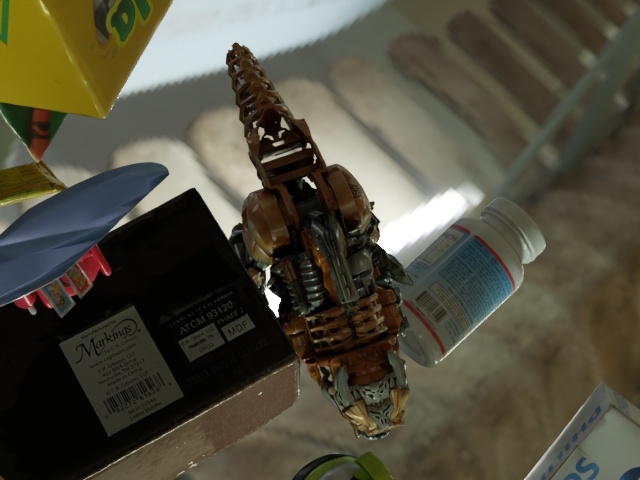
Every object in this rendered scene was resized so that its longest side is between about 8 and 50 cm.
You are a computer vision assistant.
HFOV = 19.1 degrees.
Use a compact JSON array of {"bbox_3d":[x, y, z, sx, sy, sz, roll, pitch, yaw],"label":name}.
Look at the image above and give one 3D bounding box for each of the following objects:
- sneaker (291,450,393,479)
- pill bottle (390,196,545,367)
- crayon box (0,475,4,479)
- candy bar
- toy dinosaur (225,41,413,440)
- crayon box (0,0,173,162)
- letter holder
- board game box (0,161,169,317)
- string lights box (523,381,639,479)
[{"bbox_3d":[0.041,0.233,1.097,0.084,0.097,0.235,-28,-72,-33],"label":"sneaker"},{"bbox_3d":[0.130,0.036,1.753,0.087,0.160,0.087,44,165,15],"label":"pill bottle"},{"bbox_3d":[-0.210,0.268,1.175,0.081,0.165,0.278,5,138,49],"label":"crayon box"},{"bbox_3d":[-0.278,-0.040,1.579,0.161,0.018,0.040,-20,-118,-46],"label":"candy bar"},{"bbox_3d":[0.000,0.000,1.480,0.218,0.164,0.322,98,173,-73],"label":"toy dinosaur"},{"bbox_3d":[-0.135,-0.208,0.962,0.081,0.202,0.318,10,148,26],"label":"crayon box"},{"bbox_3d":[-0.180,0.130,1.389,0.152,0.302,0.214,58,168,19],"label":"letter holder"},{"bbox_3d":[-0.161,0.011,1.168,0.169,0.133,0.033,-47,-64,-42],"label":"board game box"},{"bbox_3d":[0.256,0.230,1.288,0.259,0.133,0.077,37,-171,-1],"label":"string lights box"}]
